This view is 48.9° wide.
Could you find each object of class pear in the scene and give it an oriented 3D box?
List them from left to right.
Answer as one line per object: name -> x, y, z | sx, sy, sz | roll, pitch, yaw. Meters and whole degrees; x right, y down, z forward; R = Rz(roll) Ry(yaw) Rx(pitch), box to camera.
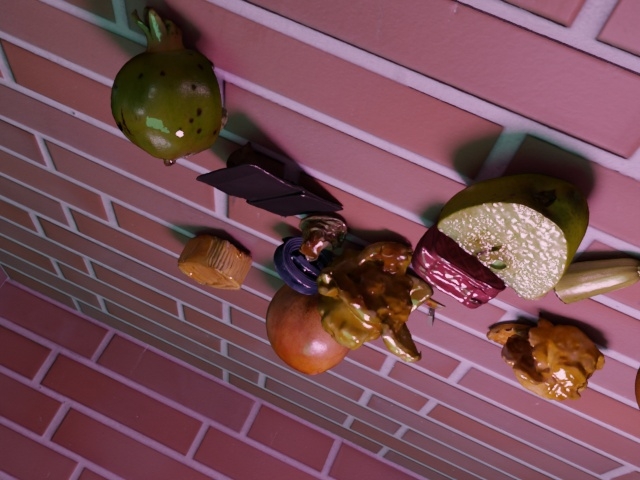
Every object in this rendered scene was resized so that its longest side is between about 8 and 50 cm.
pear -> 0.413, -0.044, 1.421 | 0.292, 0.159, 0.292 | 22, 145, 16

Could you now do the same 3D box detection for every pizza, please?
pizza -> 0.539, 0.265, 1.961 | 0.099, 0.036, 0.160 | 38, 151, -19

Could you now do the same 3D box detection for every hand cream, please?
hand cream -> 0.310, 0.176, 2.030 | 0.102, 0.022, 0.035 | 29, 145, -11

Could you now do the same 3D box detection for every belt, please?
belt -> -0.049, 0.070, 2.033 | 0.190, 0.141, 0.082 | 37, 149, -16

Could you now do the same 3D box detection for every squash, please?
squash -> 0.628, 0.077, 1.535 | 0.224, 0.094, 0.094 | -17, 129, 43

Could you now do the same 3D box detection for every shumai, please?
shumai -> -0.004, -0.001, 1.895 | 0.145, 0.116, 0.145 | 14, 155, 7

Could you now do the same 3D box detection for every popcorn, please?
popcorn -> 0.148, 0.166, 1.913 | 0.290, 0.325, 0.321 | -8, 96, 55
popcorn -> 0.599, 0.316, 1.828 | 0.253, 0.191, 0.190 | 20, 151, 15

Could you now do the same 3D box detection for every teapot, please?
teapot -> -0.179, -0.193, 1.763 | 0.110, 0.080, 0.085 | 38, 140, 26

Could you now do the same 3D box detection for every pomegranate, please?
pomegranate -> -0.335, -0.332, 1.528 | 0.260, 0.260, 0.341 | 4, 115, 37
pomegranate -> -0.019, 0.255, 2.192 | 0.319, 0.319, 0.319 | 21, 152, 12

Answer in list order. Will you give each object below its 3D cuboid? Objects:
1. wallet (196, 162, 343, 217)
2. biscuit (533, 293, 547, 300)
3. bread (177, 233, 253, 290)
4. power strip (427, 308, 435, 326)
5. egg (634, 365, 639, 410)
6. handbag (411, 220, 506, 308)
wallet -> -0.133, -0.122, 1.802 | 0.323, 0.041, 0.247 | 25, 161, -40
biscuit -> 0.508, 0.070, 1.636 | 0.061, 0.055, 0.219 | 2, 145, 14
bread -> -0.343, 0.067, 2.295 | 0.250, 0.133, 0.179 | 0, 143, 42
power strip -> 0.330, 0.231, 2.098 | 0.017, 0.027, 0.083 | 17, 152, 19
egg -> 0.867, 0.360, 1.608 | 0.322, 0.250, 0.250 | 35, 153, -33
handbag -> 0.334, 0.051, 1.664 | 0.225, 0.146, 0.135 | 32, 146, -7
